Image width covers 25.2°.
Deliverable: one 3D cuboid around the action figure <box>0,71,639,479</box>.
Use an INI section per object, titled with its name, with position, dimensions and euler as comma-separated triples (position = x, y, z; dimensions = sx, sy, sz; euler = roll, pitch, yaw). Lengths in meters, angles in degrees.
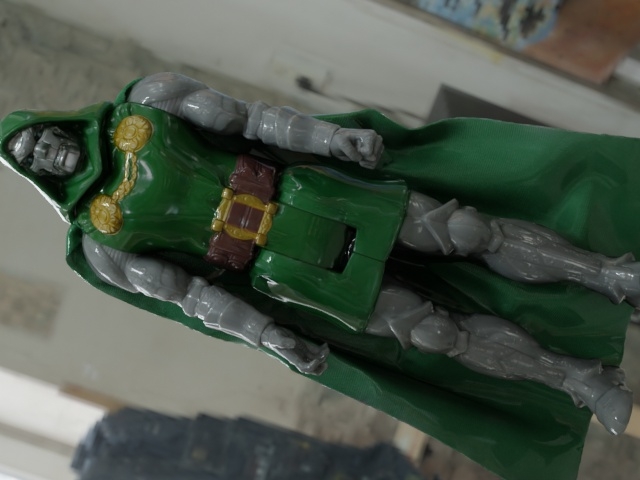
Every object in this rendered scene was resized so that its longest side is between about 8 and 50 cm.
[action figure]
position = 0.000, 0.000, 0.489
dimensions = 0.063, 0.232, 0.137
euler = -138, 65, -88
